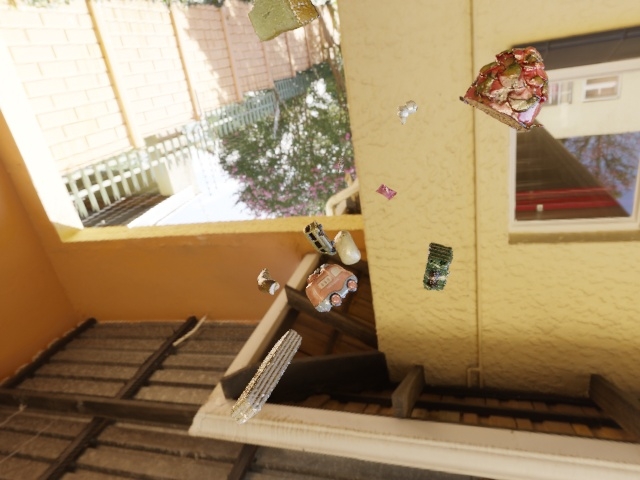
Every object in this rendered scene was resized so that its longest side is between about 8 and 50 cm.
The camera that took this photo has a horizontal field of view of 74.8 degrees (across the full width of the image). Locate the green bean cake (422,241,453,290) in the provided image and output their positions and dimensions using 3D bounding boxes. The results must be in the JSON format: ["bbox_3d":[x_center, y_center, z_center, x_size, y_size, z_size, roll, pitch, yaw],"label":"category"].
[{"bbox_3d":[0.494,0.133,1.784,0.107,0.208,0.193,11,-152,12],"label":"green bean cake"}]

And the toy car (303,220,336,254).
[{"bbox_3d":[0.000,0.000,2.669,0.124,0.257,0.101,-28,-146,13],"label":"toy car"}]

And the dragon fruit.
[{"bbox_3d":[0.745,-0.595,1.606,0.314,0.263,0.296,29,-163,3],"label":"dragon fruit"}]

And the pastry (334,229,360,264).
[{"bbox_3d":[0.116,0.032,1.863,0.092,0.156,0.156,-26,-156,-2],"label":"pastry"}]

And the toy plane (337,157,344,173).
[{"bbox_3d":[0.104,-0.378,2.115,0.031,0.083,0.078,3,-172,0],"label":"toy plane"}]

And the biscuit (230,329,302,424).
[{"bbox_3d":[-0.204,0.522,1.639,0.144,0.078,0.426,-48,-179,31],"label":"biscuit"}]

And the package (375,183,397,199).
[{"bbox_3d":[0.293,-0.216,1.872,0.083,0.059,0.029,29,-133,-12],"label":"package"}]

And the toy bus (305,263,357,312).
[{"bbox_3d":[0.049,0.256,2.352,0.287,0.232,0.194,-40,174,-29],"label":"toy bus"}]

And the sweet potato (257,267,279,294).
[{"bbox_3d":[-0.289,0.226,2.281,0.112,0.085,0.286,-31,-164,-3],"label":"sweet potato"}]

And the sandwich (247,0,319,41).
[{"bbox_3d":[-0.159,-0.773,1.285,0.095,0.273,0.249,-44,-148,-26],"label":"sandwich"}]

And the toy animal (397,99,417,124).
[{"bbox_3d":[0.435,-0.656,2.137,0.124,0.071,0.085,-34,-142,-16],"label":"toy animal"}]
